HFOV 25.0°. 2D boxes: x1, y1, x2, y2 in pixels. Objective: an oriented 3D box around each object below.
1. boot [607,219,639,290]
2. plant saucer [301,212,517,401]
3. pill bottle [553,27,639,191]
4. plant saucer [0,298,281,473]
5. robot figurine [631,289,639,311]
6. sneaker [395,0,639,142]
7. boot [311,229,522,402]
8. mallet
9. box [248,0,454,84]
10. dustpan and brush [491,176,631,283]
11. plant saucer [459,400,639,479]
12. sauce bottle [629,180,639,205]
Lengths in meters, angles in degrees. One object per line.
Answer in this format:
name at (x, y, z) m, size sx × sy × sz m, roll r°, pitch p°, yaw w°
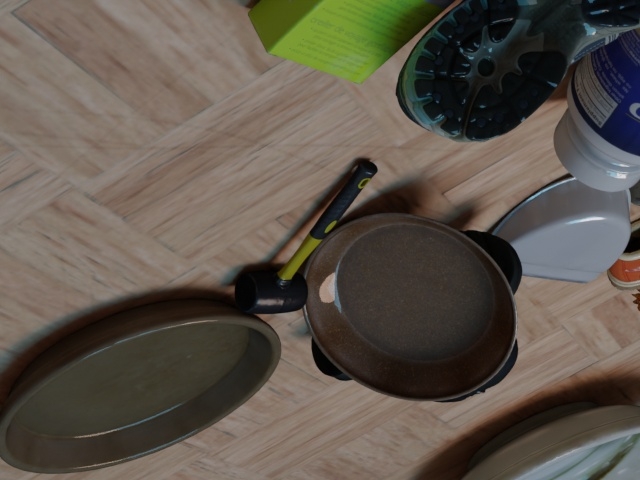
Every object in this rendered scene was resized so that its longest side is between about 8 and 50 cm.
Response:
boot at (0.382, -0.002, 1.550) m, size 0.158 × 0.059 × 0.084 m, roll -24°, pitch 149°, yaw 1°
plant saucer at (0.081, 0.055, 1.302) m, size 0.198 × 0.198 × 0.036 m, roll -43°, pitch -169°, yaw 33°
pill bottle at (0.261, -0.125, 1.149) m, size 0.112 × 0.112 × 0.187 m, roll -12°, pitch 151°, yaw -26°
plant saucer at (-0.170, 0.134, 1.339) m, size 0.278 × 0.041 × 0.278 m, roll -20°, pitch 153°, yaw -11°
robot figurine at (0.507, 0.011, 1.649) m, size 0.291 × 0.085 × 0.211 m, roll -37°, pitch 152°, yaw 25°
sneaker at (0.164, -0.173, 1.018) m, size 0.283 × 0.110 × 0.122 m, roll -33°, pitch -170°, yaw -10°
boot at (0.140, 0.082, 1.445) m, size 0.246 × 0.094 × 0.207 m, roll -32°, pitch 150°, yaw 30°
mallet at (0.000, 0.000, 1.248) m, size 0.062 × 0.039 × 0.190 m, roll 7°, pitch 136°, yaw -45°
box at (0.050, -0.179, 0.942) m, size 0.178 × 0.042 × 0.109 m, roll -40°, pitch 151°, yaw 27°
dustpan and brush at (0.262, -0.038, 1.389) m, size 0.147 × 0.060 × 0.211 m, roll 8°, pitch 148°, yaw -28°
plant saucer at (0.323, 0.323, 2.053) m, size 0.400 × 0.100 × 0.400 m, roll -21°, pitch 154°, yaw -10°
sauce bottle at (0.359, -0.045, 1.462) m, size 0.128 × 0.042 × 0.042 m, roll -2°, pitch 146°, yaw -41°
